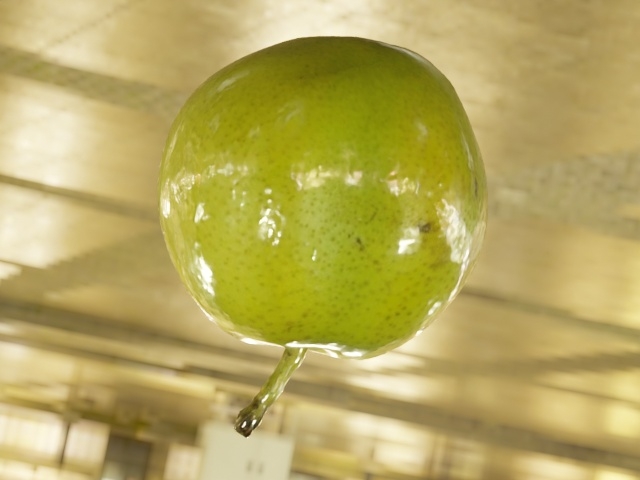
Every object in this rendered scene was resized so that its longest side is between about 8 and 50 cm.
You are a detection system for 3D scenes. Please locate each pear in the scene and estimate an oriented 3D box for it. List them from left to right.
[{"bbox_3d":[0.000,0.000,1.015,0.180,0.216,0.166,12,169,-25],"label":"pear"}]
